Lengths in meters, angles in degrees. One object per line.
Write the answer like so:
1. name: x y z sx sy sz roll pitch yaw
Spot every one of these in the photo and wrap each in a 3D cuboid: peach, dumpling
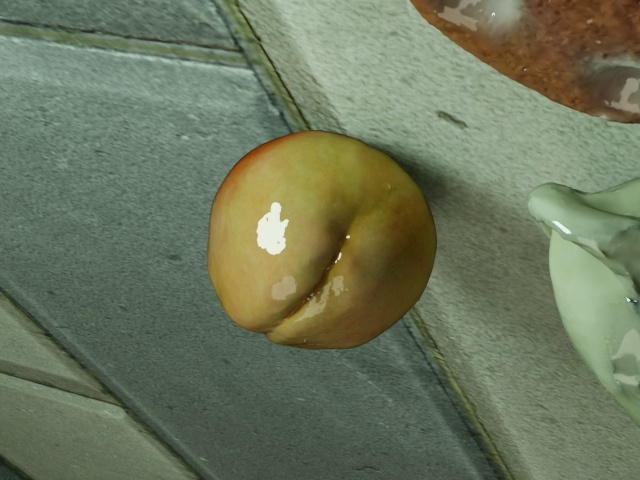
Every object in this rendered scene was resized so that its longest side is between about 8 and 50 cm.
1. peach: 0.000 0.000 1.065 0.184 0.184 0.184 20 157 9
2. dumpling: 0.257 0.030 0.953 0.318 0.187 0.243 45 -170 -26

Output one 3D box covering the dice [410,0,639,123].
1. dice: 0.133 -0.163 0.566 0.179 0.175 0.174 25 158 -6
